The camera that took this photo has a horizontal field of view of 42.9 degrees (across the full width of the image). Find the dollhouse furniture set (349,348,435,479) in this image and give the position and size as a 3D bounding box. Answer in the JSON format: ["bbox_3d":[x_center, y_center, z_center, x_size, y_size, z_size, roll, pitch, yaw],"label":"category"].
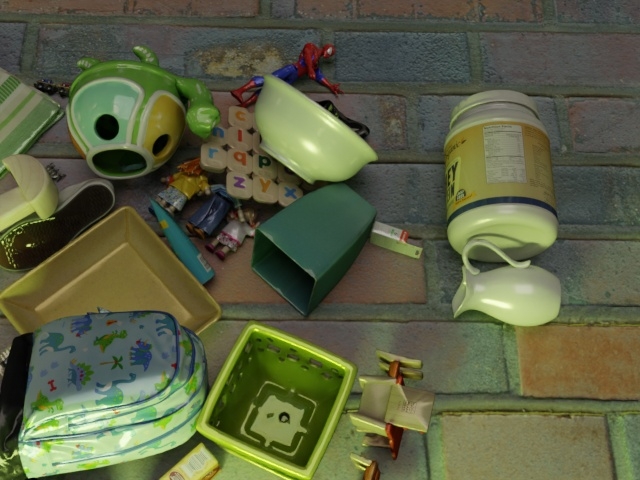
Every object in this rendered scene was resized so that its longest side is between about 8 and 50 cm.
[{"bbox_3d":[0.137,0.335,1.488,0.135,0.259,0.262,10,66,13],"label":"dollhouse furniture set"}]

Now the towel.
[{"bbox_3d":[-0.790,-0.300,1.878,0.324,0.038,0.248,33,69,11],"label":"towel"}]

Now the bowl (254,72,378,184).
[{"bbox_3d":[-0.034,-0.209,1.707,0.297,0.298,0.134,36,91,14],"label":"bowl"}]

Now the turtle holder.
[{"bbox_3d":[-0.386,-0.251,1.756,0.320,0.243,0.228,7,57,-13],"label":"turtle holder"}]

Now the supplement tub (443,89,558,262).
[{"bbox_3d":[0.378,-0.136,1.735,0.228,0.228,0.316,2,64,-1],"label":"supplement tub"}]

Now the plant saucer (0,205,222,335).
[{"bbox_3d":[-0.421,0.144,1.655,0.332,0.081,0.333,-38,72,-18],"label":"plant saucer"}]

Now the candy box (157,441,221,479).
[{"bbox_3d":[-0.270,0.460,1.495,0.186,0.109,0.053,-41,73,-19],"label":"candy box"}]

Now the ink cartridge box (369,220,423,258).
[{"bbox_3d":[0.165,-0.001,1.754,0.115,0.063,0.029,18,67,6],"label":"ink cartridge box"}]

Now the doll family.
[{"bbox_3d":[-0.242,-0.090,1.750,0.263,0.118,0.163,33,68,13],"label":"doll family"}]

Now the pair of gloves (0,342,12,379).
[{"bbox_3d":[-0.598,0.342,1.573,0.204,0.042,0.240,37,75,8],"label":"pair of gloves"}]

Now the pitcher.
[{"bbox_3d":[0.383,0.086,1.666,0.207,0.178,0.125,5,25,3],"label":"pitcher"}]

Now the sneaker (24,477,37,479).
[{"bbox_3d":[-0.552,0.490,1.451,0.330,0.122,0.146,39,76,5],"label":"sneaker"}]

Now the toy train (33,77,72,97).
[{"bbox_3d":[-0.595,-0.354,1.914,0.158,0.027,0.036,12,61,3],"label":"toy train"}]

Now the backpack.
[{"bbox_3d":[-0.373,0.259,1.435,0.355,0.273,0.290,7,39,-13],"label":"backpack"}]

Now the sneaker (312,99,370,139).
[{"bbox_3d":[0.023,-0.275,1.870,0.188,0.078,0.067,25,62,8],"label":"sneaker"}]

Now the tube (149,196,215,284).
[{"bbox_3d":[-0.294,-0.002,1.689,0.052,0.080,0.207,-34,101,-12],"label":"tube"}]

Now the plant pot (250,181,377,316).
[{"bbox_3d":[0.000,0.000,1.698,0.165,0.165,0.234,41,62,16],"label":"plant pot"}]

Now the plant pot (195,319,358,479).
[{"bbox_3d":[-0.077,0.315,1.517,0.228,0.207,0.227,22,65,9],"label":"plant pot"}]

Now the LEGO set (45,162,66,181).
[{"bbox_3d":[-0.612,-0.150,1.818,0.083,0.023,0.054,-15,66,-9],"label":"LEGO set"}]

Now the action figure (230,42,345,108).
[{"bbox_3d":[-0.056,-0.364,1.904,0.280,0.091,0.139,-38,64,-17],"label":"action figure"}]

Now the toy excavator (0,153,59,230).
[{"bbox_3d":[-0.813,-0.044,1.637,0.445,0.222,0.433,27,68,14],"label":"toy excavator"}]

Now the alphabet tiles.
[{"bbox_3d":[-0.124,-0.182,1.789,0.284,0.021,0.278,10,49,-18],"label":"alphabet tiles"}]

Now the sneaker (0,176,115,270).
[{"bbox_3d":[-0.561,-0.037,1.743,0.290,0.123,0.106,-31,111,-1],"label":"sneaker"}]
